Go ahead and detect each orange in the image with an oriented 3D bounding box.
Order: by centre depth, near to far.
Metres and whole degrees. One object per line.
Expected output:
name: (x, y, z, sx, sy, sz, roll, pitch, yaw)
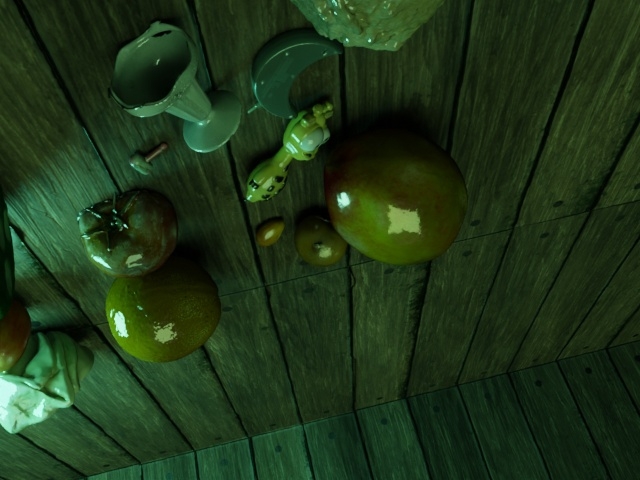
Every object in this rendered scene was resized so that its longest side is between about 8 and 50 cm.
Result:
orange: (-0.380, 0.163, 1.570, 0.274, 0.274, 0.274, -11, 147, -7)

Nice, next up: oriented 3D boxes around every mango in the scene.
mango: (-0.124, -0.021, 1.600, 0.089, 0.046, 0.060, -41, 143, 15)

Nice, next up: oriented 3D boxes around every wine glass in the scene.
wine glass: (-0.240, -0.253, 1.106, 0.164, 0.165, 0.196, -25, 154, 15)

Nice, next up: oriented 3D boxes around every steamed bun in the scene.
steamed bun: (-0.770, 0.340, 1.720, 0.280, 0.268, 0.207, -27, 117, 7)

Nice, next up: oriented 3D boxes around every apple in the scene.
apple: (-0.802, 0.229, 1.567, 0.199, 0.199, 0.199, -11, 147, -7)

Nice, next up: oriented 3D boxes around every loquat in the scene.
loquat: (0.000, 0.000, 1.601, 0.141, 0.141, 0.141, -11, 147, -7)

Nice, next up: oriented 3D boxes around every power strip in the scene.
power strip: (-0.064, -0.303, 1.194, 0.137, 0.044, 0.216, 11, 139, -34)

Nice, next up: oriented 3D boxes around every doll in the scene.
doll: (-0.066, -0.179, 1.346, 0.291, 0.086, 0.117, -45, 178, 35)

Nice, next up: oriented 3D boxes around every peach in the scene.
peach: (0.153, -0.097, 1.389, 0.332, 0.308, 0.308, 28, 130, -27)

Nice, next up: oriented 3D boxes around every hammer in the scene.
hammer: (-0.342, -0.170, 1.298, 0.083, 0.031, 0.052, -35, 147, 10)

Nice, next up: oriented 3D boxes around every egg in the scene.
egg: (0.061, -0.410, 0.879, 0.279, 0.279, 0.310, -29, 135, 21)

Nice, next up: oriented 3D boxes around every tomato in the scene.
tomato: (-0.417, 0.004, 1.418, 0.214, 0.155, 0.181, -24, 151, 11)

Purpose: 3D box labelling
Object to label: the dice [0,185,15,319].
dice: (-0.729, 0.005, 1.155, 0.297, 0.287, 0.300, -6, 146, -15)
